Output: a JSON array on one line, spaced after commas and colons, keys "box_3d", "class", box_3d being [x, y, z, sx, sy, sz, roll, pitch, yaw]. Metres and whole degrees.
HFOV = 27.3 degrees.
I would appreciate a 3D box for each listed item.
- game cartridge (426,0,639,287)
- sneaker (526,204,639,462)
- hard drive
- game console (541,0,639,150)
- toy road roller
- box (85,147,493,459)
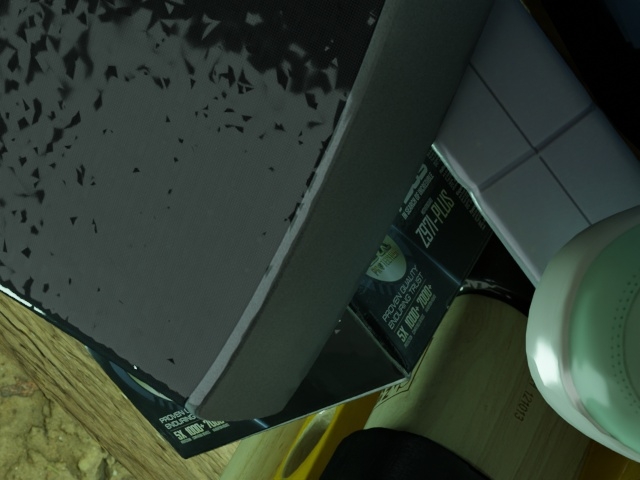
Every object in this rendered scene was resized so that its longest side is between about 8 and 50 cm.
[{"box_3d": [0.119, 0.010, 0.506, 0.297, 0.062, 0.198, 51, -164, -14], "class": "game cartridge"}, {"box_3d": [0.188, 0.034, 0.325, 0.255, 0.094, 0.151, 9, 177, -4], "class": "sneaker"}, {"box_3d": [-0.042, -0.074, 0.401, 0.172, 0.054, 0.255, 31, 118, 13], "class": "hard drive"}, {"box_3d": [0.132, -0.153, 0.291, 0.387, 0.060, 0.342, 55, 159, -24], "class": "game console"}, {"box_3d": [0.084, 0.170, 0.737, 0.240, 0.202, 0.329, 37, 143, -8], "class": "toy road roller"}, {"box_3d": [0.000, 0.000, 0.609, 0.147, 0.180, 0.077, -25, 110, 42], "class": "box"}]
